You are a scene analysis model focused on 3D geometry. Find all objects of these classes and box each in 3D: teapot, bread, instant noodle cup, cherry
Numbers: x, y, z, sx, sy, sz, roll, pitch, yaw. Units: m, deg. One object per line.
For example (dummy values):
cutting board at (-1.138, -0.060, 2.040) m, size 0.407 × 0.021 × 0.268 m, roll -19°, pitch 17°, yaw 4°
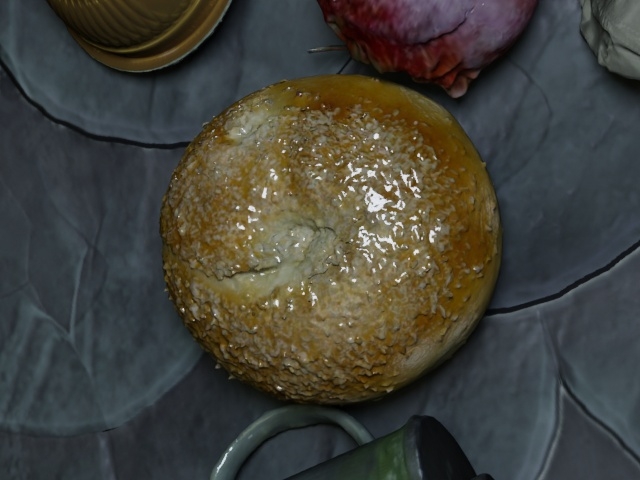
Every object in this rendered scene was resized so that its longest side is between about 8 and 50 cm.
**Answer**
teapot at (-0.006, 0.258, 1.208) m, size 0.337 × 0.200 × 0.270 m, roll -25°, pitch 48°, yaw 15°
bread at (0.000, 0.000, 1.214) m, size 0.305 × 0.159 × 0.306 m, roll 0°, pitch 89°, yaw 18°
instant noodle cup at (-0.188, -0.289, 1.283) m, size 0.274 × 0.090 × 0.274 m, roll 2°, pitch 93°, yaw 37°
cherry at (0.096, -0.251, 1.183) m, size 0.192 × 0.175 × 0.250 m, roll 24°, pitch 89°, yaw 31°

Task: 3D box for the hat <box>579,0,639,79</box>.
hat at (0.282, -0.252, 1.126) m, size 0.214 × 0.149 × 0.245 m, roll -19°, pitch 108°, yaw 18°
